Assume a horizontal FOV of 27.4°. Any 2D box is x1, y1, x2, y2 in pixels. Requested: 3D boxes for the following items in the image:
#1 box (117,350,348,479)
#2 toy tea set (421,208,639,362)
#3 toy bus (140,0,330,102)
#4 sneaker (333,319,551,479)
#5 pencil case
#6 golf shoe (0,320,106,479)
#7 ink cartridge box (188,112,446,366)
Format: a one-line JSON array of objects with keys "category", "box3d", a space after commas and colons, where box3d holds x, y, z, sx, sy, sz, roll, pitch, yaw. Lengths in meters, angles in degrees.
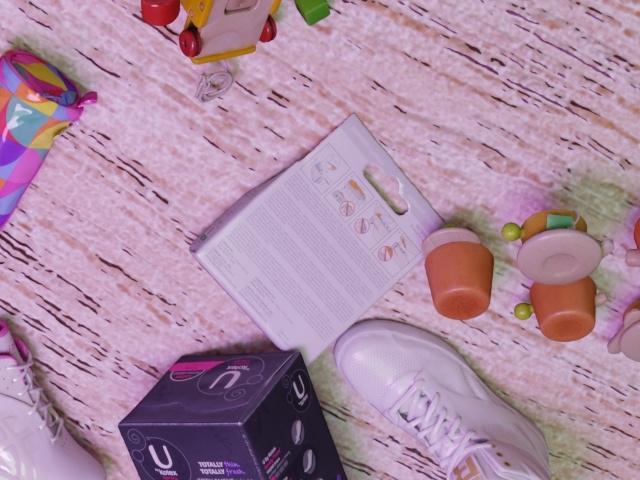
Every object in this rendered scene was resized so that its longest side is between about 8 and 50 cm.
[{"category": "box", "box3d": [-0.076, 0.269, 1.422, 0.165, 0.143, 0.270, -5, 116, 30]}, {"category": "toy tea set", "box3d": [0.278, 0.016, 1.405, 0.336, 0.124, 0.200, 12, 140, -13]}, {"category": "toy bus", "box3d": [-0.093, -0.256, 1.261, 0.202, 0.191, 0.104, -35, 66, 10]}, {"category": "sneaker", "box3d": [0.144, 0.206, 1.425, 0.293, 0.169, 0.108, 33, 108, -14]}, {"category": "pencil case", "box3d": [-0.330, -0.078, 1.324, 0.104, 0.104, 0.236, 34, 107, -15]}, {"category": "golf shoe", "box3d": [-0.343, 0.175, 1.417, 0.306, 0.115, 0.140, 37, 102, -17]}, {"category": "ink cartridge box", "box3d": [0.000, 0.000, 1.410, 0.225, 0.056, 0.181, -43, 109, -7]}]
